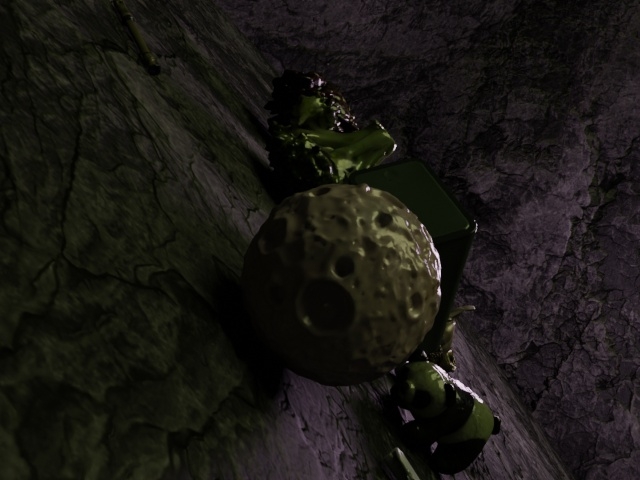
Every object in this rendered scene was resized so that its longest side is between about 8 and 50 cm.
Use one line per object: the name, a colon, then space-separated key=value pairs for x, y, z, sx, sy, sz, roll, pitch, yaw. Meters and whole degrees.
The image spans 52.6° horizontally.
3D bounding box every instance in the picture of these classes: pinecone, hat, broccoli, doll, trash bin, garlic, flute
pinecone: x=0.257 y=0.273 z=1.558 sx=0.077 sy=0.077 sz=0.083 roll=53 pitch=5 yaw=4
hat: x=0.330 y=0.321 z=1.749 sx=0.076 sy=0.059 sz=0.077 roll=70 pitch=18 yaw=3
broccoli: x=0.049 y=-0.159 z=1.509 sx=0.293 sy=0.280 sz=0.347 roll=58 pitch=13 yaw=31
doll: x=0.207 y=0.297 z=1.135 sx=0.234 sy=0.135 sz=0.144 roll=43 pitch=12 yaw=-25
pinecone: x=-0.025 y=-0.326 z=1.843 sx=0.298 sy=0.242 sz=0.296 roll=33 pitch=31 yaw=-64
trash bin: x=0.149 y=0.051 z=1.235 sx=0.344 sy=0.158 sz=0.223 roll=93 pitch=-24 yaw=-44
garlic: x=0.306 y=0.216 z=1.661 sx=0.127 sy=0.194 sz=0.131 roll=56 pitch=1 yaw=-37
flute: x=-0.361 y=-0.404 z=1.265 sx=0.233 sy=0.027 sz=0.027 roll=58 pitch=13 yaw=29

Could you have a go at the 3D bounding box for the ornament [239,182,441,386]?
ornament: x=0.026 y=0.055 z=0.817 sx=0.259 sy=0.259 sz=0.225 roll=52 pitch=16 yaw=-1

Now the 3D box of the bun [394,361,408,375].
bun: x=0.179 y=0.275 z=1.303 sx=0.083 sy=0.045 sz=0.083 roll=48 pitch=10 yaw=-11

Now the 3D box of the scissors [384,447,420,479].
scissors: x=0.166 y=0.397 z=0.908 sx=0.242 sy=0.030 sz=0.118 roll=55 pitch=10 yaw=2
